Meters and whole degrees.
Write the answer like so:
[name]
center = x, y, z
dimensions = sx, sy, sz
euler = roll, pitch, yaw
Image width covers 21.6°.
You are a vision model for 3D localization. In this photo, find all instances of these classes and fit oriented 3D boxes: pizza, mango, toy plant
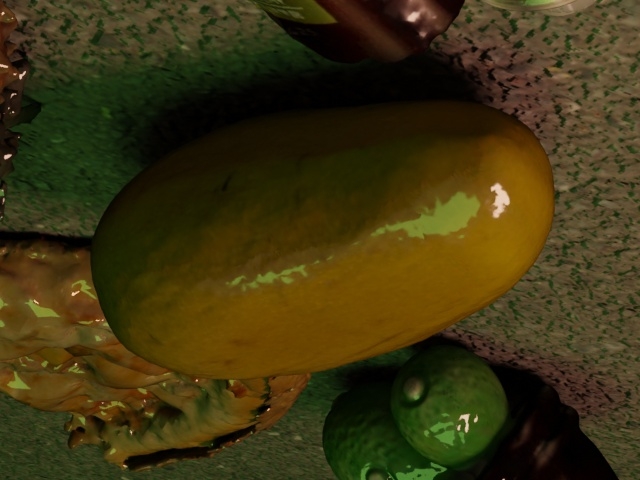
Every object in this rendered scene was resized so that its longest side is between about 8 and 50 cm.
[pizza]
center = -0.156, 0.091, 1.347
dimensions = 0.392, 0.080, 0.435
euler = -8, 153, 35
[mango]
center = 0.003, 0.003, 1.009
dimensions = 0.332, 0.142, 0.195
euler = -11, 155, 33
[toy plant]
center = 0.120, 0.182, 1.367
dimensions = 0.235, 0.175, 0.218
euler = 37, 148, 4

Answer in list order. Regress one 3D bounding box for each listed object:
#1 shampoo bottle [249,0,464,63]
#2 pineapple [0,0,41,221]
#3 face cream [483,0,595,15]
[shampoo bottle]
center = -0.068, -0.182, 0.661
dimensions = 0.129, 0.084, 0.323
euler = 30, 176, 43
[pineapple]
center = -0.231, -0.067, 0.918
dimensions = 0.169, 0.169, 0.340
euler = 8, 160, 2
[face cream]
center = 0.047, -0.188, 0.594
dimensions = 0.105, 0.105, 0.348
euler = -1, 154, 22
